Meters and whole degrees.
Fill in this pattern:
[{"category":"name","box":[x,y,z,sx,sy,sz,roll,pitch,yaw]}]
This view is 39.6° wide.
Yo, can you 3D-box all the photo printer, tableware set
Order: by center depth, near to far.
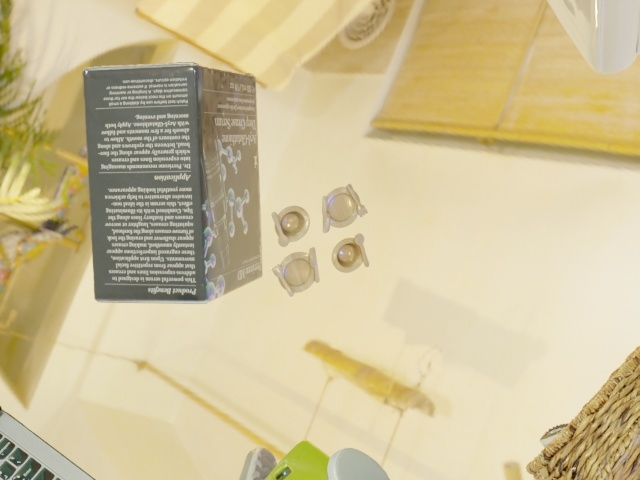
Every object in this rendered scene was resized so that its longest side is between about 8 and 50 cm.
[{"category":"tableware set","box":[0.000,0.000,1.321,0.169,0.141,0.020,-20,-157,-17]},{"category":"photo printer","box":[0.452,-0.459,1.491,0.307,0.107,0.256,55,-168,-64]}]

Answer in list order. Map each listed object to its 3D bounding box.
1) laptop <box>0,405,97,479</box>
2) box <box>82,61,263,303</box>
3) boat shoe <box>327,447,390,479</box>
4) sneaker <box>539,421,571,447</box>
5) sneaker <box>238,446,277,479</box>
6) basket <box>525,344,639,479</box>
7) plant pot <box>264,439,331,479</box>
[{"category":"laptop","box":[-0.464,0.333,1.011,0.408,0.382,0.236,35,148,6]},{"category":"box","box":[-0.251,-0.104,1.579,0.212,0.395,0.293,1,-173,15]},{"category":"boat shoe","box":[0.048,0.297,0.930,0.083,0.065,0.183,-24,107,45]},{"category":"sneaker","box":[0.499,0.376,1.677,0.162,0.073,0.063,-30,180,41]},{"category":"sneaker","box":[-0.159,0.524,1.670,0.115,0.281,0.105,-3,150,34]},{"category":"basket","box":[0.475,0.297,1.467,0.213,0.299,0.223,49,173,-39]},{"category":"plant pot","box":[-0.007,0.484,1.357,0.227,0.207,0.228,24,145,54]}]
